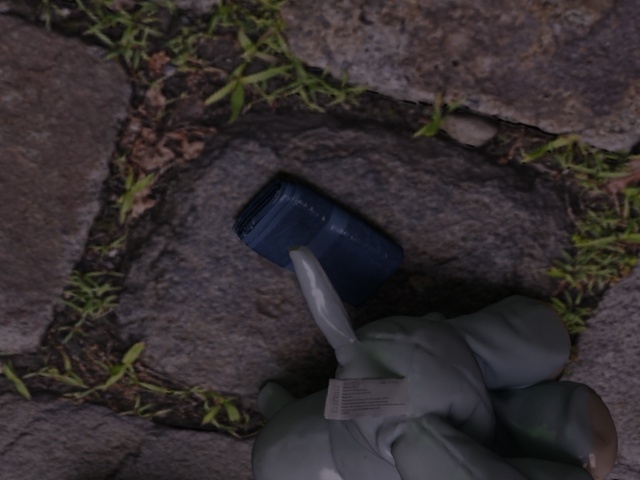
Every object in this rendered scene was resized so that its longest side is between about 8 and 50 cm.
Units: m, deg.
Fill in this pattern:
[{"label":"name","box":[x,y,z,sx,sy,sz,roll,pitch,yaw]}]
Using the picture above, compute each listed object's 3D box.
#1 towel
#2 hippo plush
[{"label":"towel","box":[0.000,0.000,1.048,0.119,0.029,0.067,31,121,-25]},{"label":"hippo plush","box":[0.057,0.177,1.063,0.294,0.234,0.236,10,143,-37]}]
